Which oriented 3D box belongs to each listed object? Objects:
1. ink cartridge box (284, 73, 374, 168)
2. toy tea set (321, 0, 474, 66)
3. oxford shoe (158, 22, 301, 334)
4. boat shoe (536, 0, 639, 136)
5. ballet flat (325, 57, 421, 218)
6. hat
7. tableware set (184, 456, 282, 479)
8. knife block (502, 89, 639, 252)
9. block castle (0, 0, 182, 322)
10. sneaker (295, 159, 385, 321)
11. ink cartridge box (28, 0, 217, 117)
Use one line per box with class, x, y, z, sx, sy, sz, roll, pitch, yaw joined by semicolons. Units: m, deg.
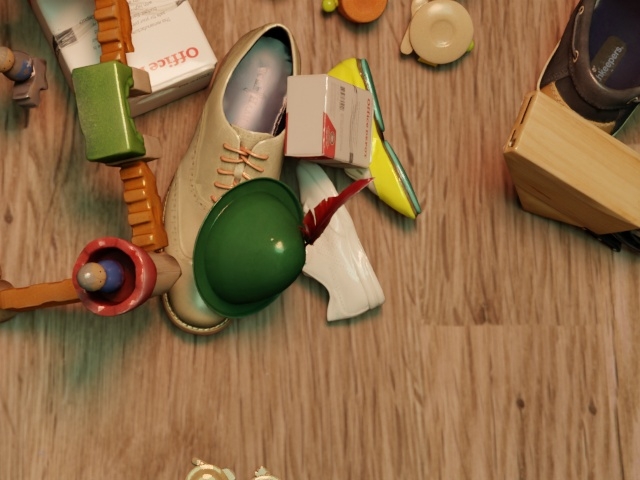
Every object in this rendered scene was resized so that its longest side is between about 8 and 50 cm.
ink cartridge box;0.012;-0.144;1.530;0.056;0.135;0.099;1;86;26
toy tea set;0.070;-0.375;1.663;0.336;0.124;0.200;20;105;-10
oxford shoe;-0.114;-0.083;1.527;0.140;0.146;0.397;12;81;-7
boat shoe;0.457;-0.356;1.692;0.186;0.156;0.500;32;74;-1
ballet flat;0.059;-0.125;1.619;0.077;0.077;0.231;-21;80;7
hat;-0.029;0.029;1.428;0.183;0.208;0.173;26;61;41
tableware set;-0.116;0.347;1.511;0.141;0.020;0.169;21;77;-4
knife block;0.373;-0.069;1.579;0.242;0.276;0.088;16;74;23
block castle;-0.347;-0.126;1.396;0.303;0.213;0.453;-10;88;14
sneaker;0.000;0.000;1.579;0.094;0.080;0.212;-24;83;1
ink cartridge box;-0.258;-0.278;1.567;0.172;0.100;0.237;-25;83;-14
